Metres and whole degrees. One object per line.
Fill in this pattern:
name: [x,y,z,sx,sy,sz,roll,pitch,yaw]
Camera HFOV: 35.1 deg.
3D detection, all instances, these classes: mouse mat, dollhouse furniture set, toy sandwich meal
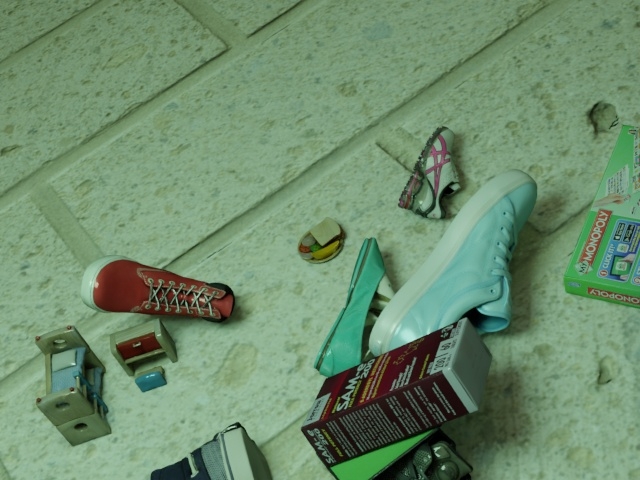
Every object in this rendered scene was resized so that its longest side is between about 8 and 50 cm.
mouse mat: [0.074,0.265,1.355,0.153,0.007,0.190,-35,12,-8]
dollhouse furniture set: [-0.322,0.200,1.536,0.184,0.129,0.129,-19,48,3]
toy sandwich meal: [0.000,0.000,1.662,0.086,0.029,0.085,-9,49,11]

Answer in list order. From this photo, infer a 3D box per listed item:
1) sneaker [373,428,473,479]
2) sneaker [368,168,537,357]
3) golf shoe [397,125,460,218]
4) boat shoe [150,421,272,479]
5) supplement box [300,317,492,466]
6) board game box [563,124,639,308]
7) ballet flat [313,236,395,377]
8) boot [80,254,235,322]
sneaker: [0.115,0.331,1.281,0.130,0.087,0.227,-29,29,49]
sneaker: [0.236,0.061,1.479,0.150,0.135,0.366,32,75,28]
golf shoe: [0.194,-0.109,1.676,0.086,0.067,0.186,24,58,2]
boat shoe: [-0.126,0.409,1.314,0.158,0.127,0.340,-27,40,4]
supplement box: [0.101,0.202,1.342,0.239,0.073,0.130,-28,14,27]
board game box: [0.515,-0.035,1.509,0.214,0.046,0.317,12,56,28]
ballet flat: [0.068,0.109,1.528,0.087,0.083,0.247,21,57,3]
boot: [-0.236,0.082,1.548,0.176,0.244,0.088,12,91,25]
